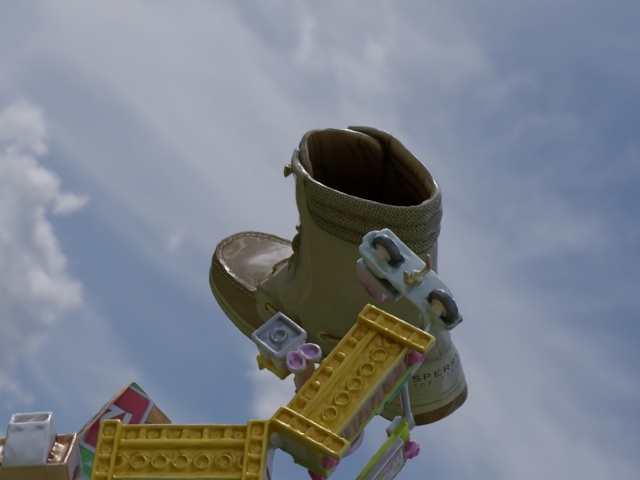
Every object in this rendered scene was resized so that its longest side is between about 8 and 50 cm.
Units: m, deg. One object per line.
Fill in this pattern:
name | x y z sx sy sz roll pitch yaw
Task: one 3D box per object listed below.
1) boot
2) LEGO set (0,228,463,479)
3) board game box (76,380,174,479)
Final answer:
boot | 0.000 0.000 1.255 0.262 0.095 0.203 33 -38 43
LEGO set | -0.038 0.117 0.960 0.132 0.287 0.107 50 -19 37
board game box | -0.235 0.273 1.698 0.124 0.259 0.039 48 -26 -10
